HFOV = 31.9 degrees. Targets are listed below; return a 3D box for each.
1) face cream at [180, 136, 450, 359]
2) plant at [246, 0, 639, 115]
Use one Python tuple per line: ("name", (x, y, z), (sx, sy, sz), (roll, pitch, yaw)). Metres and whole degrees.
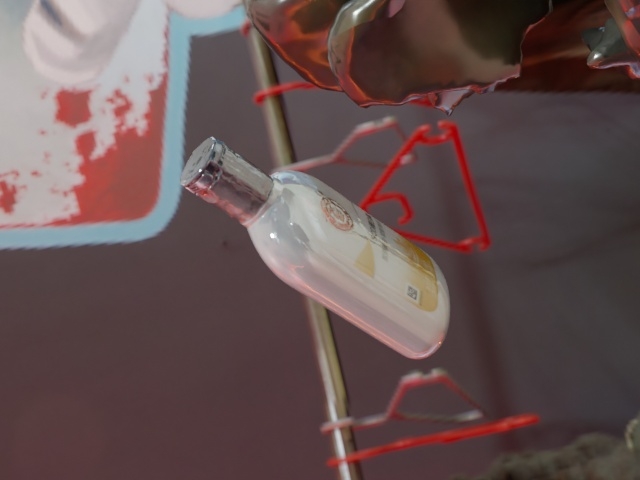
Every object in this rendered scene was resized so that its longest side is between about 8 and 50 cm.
("face cream", (0.000, 0.000, 1.061), (0.291, 0.071, 0.144), (33, -149, -22))
("plant", (0.109, -0.138, 0.369), (0.199, 0.276, 0.188), (-8, -107, -53))
